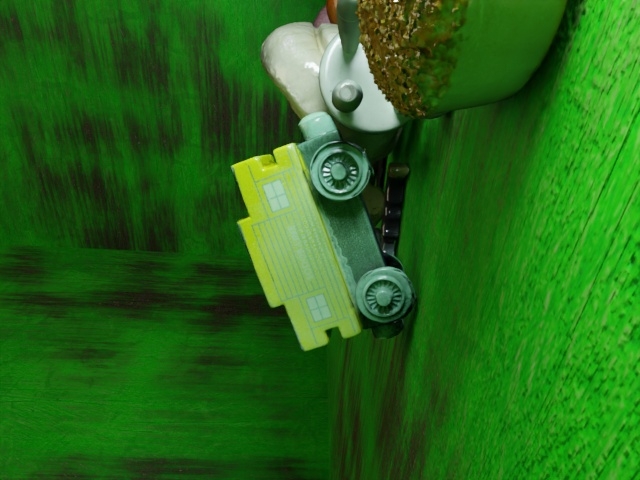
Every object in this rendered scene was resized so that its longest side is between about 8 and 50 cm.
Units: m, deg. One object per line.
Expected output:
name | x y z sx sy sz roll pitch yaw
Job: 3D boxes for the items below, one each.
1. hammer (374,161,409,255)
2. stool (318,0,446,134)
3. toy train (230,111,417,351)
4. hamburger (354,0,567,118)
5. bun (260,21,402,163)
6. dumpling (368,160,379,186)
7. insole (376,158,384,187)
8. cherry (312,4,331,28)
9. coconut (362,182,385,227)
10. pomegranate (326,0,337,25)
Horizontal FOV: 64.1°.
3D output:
hammer | 0.152 -0.056 1.095 0.159 0.041 0.227 -97 9 -64
stool | 0.103 -0.275 0.810 0.198 0.195 0.196 -139 52 -81
toy train | 0.000 0.000 0.954 0.179 0.272 0.443 -65 -45 -77
hamburger | 0.118 -0.268 0.498 0.276 0.178 0.295 -96 9 -69
bun | 0.045 -0.331 1.098 0.365 0.219 0.365 48 -170 -11
dumpling | 0.123 -0.268 1.492 0.166 0.085 0.332 57 -163 -29
insole | 0.164 -0.240 1.322 0.110 0.012 0.310 -89 2 -64
cherry | 0.069 -0.644 1.630 0.213 0.236 0.285 52 -173 1
coconut | 0.108 -0.084 1.302 0.122 0.116 0.116 117 156 -73
pomegranate | 0.107 -0.532 1.134 0.191 0.191 0.192 -177 90 -87
